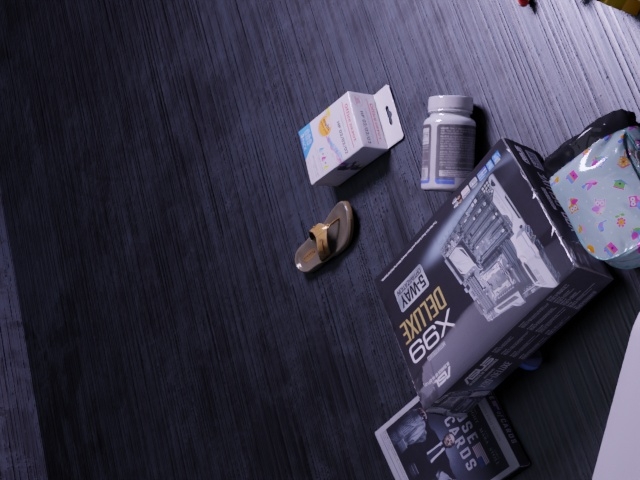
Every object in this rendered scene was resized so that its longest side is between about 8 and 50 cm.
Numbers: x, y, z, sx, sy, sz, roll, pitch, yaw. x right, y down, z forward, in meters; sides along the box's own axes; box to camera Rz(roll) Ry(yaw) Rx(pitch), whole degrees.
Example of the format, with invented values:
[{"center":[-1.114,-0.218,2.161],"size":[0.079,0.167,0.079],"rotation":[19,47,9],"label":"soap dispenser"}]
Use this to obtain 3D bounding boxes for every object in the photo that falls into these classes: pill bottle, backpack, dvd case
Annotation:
[{"center":[0.188,-0.140,1.397],"size":[0.078,0.078,0.137],"rotation":[5,93,51],"label":"pill bottle"},{"center":[0.358,-0.050,1.155],"size":[0.152,0.115,0.182],"rotation":[-42,60,39],"label":"backpack"},{"center":[0.188,0.308,1.424],"size":[0.239,0.029,0.179],"rotation":[-50,53,39],"label":"dvd case"}]

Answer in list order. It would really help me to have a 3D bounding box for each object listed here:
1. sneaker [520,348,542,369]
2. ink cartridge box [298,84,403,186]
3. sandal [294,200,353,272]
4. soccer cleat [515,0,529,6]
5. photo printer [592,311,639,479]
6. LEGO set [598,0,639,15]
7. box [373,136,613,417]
[{"center":[0.252,0.158,1.331],"size":[0.144,0.053,0.059],"rotation":[25,105,58],"label":"sneaker"},{"center":[0.048,-0.175,1.583],"size":[0.181,0.061,0.104],"rotation":[-34,64,45],"label":"ink cartridge box"},{"center":[0.000,0.000,1.648],"size":[0.180,0.049,0.072],"rotation":[-44,56,41],"label":"sandal"},{"center":[0.272,-0.359,1.339],"size":[0.035,0.029,0.083],"rotation":[-37,57,54],"label":"soccer cleat"},{"center":[0.442,0.216,1.049],"size":[0.256,0.107,0.308],"rotation":[26,109,48],"label":"photo printer"},{"center":[0.340,-0.343,1.200],"size":[0.227,0.093,0.087],"rotation":[43,122,42],"label":"LEGO set"},{"center":[0.219,0.054,1.299],"size":[0.307,0.076,0.242],"rotation":[-50,40,32],"label":"box"}]
